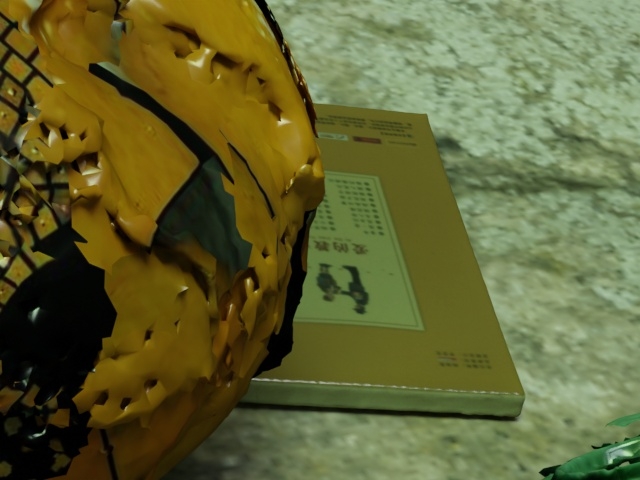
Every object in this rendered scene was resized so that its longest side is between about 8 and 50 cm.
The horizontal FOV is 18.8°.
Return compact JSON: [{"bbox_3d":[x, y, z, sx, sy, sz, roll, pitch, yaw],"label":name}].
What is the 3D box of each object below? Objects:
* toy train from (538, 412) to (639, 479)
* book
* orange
[{"bbox_3d":[0.165,0.077,0.450,0.307,0.189,0.126,-15,80,7],"label":"toy train"},{"bbox_3d":[0.000,0.000,0.707,0.118,0.012,0.172,4,37,-14],"label":"book"},{"bbox_3d":[-0.111,-0.022,0.531,0.234,0.182,0.234,29,47,-37],"label":"orange"}]
